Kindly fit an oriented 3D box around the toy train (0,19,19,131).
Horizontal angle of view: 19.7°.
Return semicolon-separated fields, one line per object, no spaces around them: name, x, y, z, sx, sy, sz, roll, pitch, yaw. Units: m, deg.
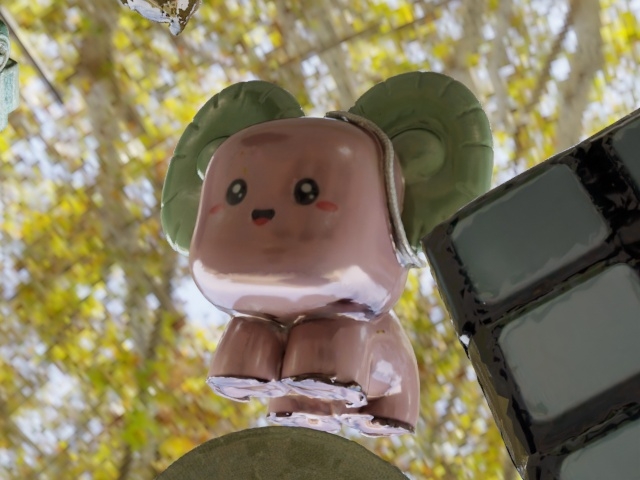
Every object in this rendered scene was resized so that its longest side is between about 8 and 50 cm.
toy train;-0.340;-0.120;1.584;0.081;0.125;0.194;28;-136;24

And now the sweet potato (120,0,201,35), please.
sweet potato;-0.177;-0.266;1.454;0.075;0.075;0.273;-39;-117;-7

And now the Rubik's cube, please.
Rubik's cube;0.144;0.052;0.495;0.161;0.162;0.163;-30;-145;7

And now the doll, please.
doll;0.000;0.000;1.447;0.284;0.216;0.268;1;-110;25

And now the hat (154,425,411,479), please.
hat;-0.039;0.245;1.181;0.257;0.130;0.257;-2;-97;14
